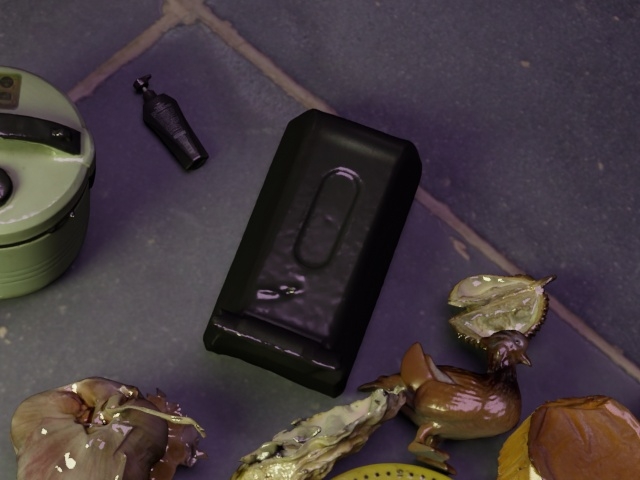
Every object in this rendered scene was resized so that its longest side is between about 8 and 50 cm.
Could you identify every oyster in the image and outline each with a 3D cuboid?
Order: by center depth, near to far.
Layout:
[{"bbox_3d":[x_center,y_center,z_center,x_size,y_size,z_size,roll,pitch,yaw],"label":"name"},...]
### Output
[{"bbox_3d":[0.005,0.223,1.532,0.209,0.133,0.072,-26,93,-27],"label":"oyster"}]

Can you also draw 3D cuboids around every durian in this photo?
[{"bbox_3d":[0.219,0.084,1.668,0.140,0.071,0.110,-27,63,-6],"label":"durian"}]

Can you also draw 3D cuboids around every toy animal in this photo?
[{"bbox_3d":[0.141,0.163,1.594,0.188,0.089,0.179,20,73,22],"label":"toy animal"}]

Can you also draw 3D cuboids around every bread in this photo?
[{"bbox_3d":[0.287,0.269,1.549,0.199,0.104,0.199,16,50,-20],"label":"bread"}]

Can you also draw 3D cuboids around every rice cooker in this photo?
[{"bbox_3d":[-0.361,-0.067,1.543,0.226,0.244,0.226,4,66,-8],"label":"rice cooker"}]

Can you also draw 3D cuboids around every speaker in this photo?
[{"bbox_3d":[0.000,0.000,1.608,0.180,0.184,0.388,20,60,1],"label":"speaker"}]

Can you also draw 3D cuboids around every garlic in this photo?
[{"bbox_3d":[-0.186,0.208,1.460,0.207,0.257,0.207,40,35,-35],"label":"garlic"}]

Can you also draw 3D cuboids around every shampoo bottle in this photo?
[{"bbox_3d":[-0.188,-0.146,1.739,0.048,0.027,0.137,-32,72,-15],"label":"shampoo bottle"}]

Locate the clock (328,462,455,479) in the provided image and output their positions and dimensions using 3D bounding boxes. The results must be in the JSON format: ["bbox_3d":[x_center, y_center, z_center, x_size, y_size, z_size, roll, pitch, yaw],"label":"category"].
[{"bbox_3d":[0.089,0.369,1.492,0.294,0.071,0.277,-2,63,-11],"label":"clock"}]
